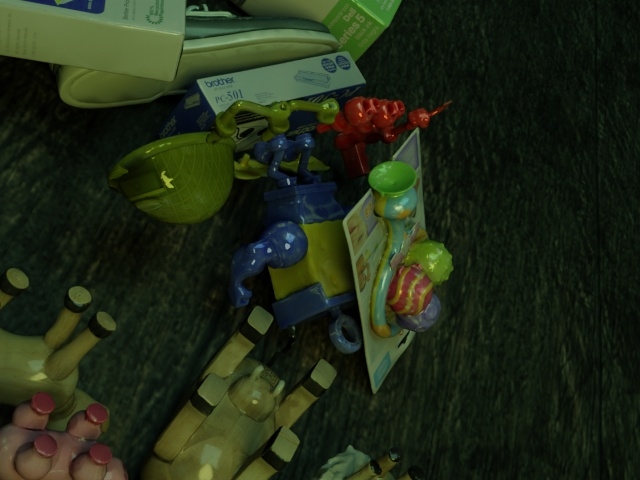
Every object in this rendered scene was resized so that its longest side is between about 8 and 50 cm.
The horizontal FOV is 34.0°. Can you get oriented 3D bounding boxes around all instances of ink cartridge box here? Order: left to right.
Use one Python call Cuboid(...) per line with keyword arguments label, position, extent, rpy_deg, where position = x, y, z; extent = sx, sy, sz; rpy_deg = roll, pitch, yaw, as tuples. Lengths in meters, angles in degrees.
Cuboid(label="ink cartridge box", position=(-0.283, -0.237, 0.914), extent=(0.332, 0.065, 0.165), rpy_deg=(9, 48, -14))
Cuboid(label="ink cartridge box", position=(-0.058, -0.136, 1.070), extent=(0.207, 0.097, 0.046), rpy_deg=(-20, 75, -43))
Cuboid(label="ink cartridge box", position=(-0.030, -0.349, 1.215), extent=(0.272, 0.115, 0.198), rpy_deg=(36, 47, -12))

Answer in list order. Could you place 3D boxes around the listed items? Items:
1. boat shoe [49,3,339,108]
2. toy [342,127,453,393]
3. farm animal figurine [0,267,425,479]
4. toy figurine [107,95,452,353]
Cuboid(label="boat shoe", position=(-0.123, -0.206, 1.058), extent=(0.319, 0.116, 0.099), rpy_deg=(-12, 70, -34))
Cuboid(label="toy", position=(0.086, 0.029, 0.979), extent=(0.056, 0.237, 0.137), rpy_deg=(16, 50, 29))
Cuboid(label="farm animal figurine", position=(-0.122, 0.166, 0.796), extent=(0.330, 0.172, 0.326), rpy_deg=(49, 33, 11))
Cuboid(label="toy figurine", position=(0.000, 0.000, 0.961), extent=(0.362, 0.191, 0.217), rpy_deg=(-11, 84, -57))
